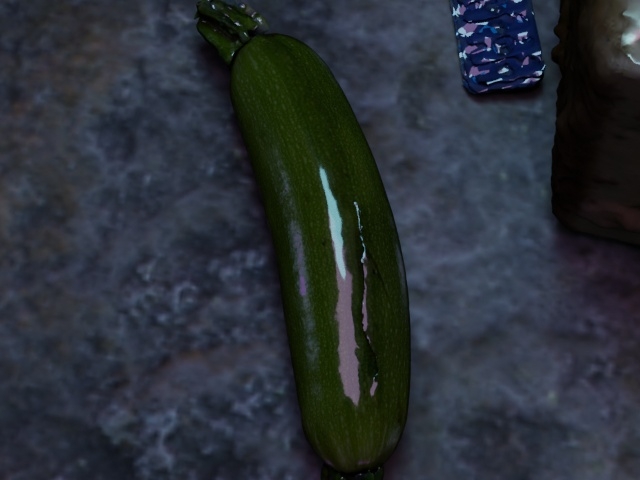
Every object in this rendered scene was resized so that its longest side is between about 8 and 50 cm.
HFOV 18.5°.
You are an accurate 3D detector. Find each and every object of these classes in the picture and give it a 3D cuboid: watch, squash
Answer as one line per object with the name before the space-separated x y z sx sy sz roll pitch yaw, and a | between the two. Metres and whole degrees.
watch | 0.092 -0.274 1.140 0.068 0.276 0.275 -8 47 -9
squash | 0.002 -0.001 1.089 0.080 0.071 0.319 -14 73 -4

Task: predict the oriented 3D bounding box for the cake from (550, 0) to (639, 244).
cake | 0.272 -0.130 1.024 0.290 0.282 0.256 4 69 3
